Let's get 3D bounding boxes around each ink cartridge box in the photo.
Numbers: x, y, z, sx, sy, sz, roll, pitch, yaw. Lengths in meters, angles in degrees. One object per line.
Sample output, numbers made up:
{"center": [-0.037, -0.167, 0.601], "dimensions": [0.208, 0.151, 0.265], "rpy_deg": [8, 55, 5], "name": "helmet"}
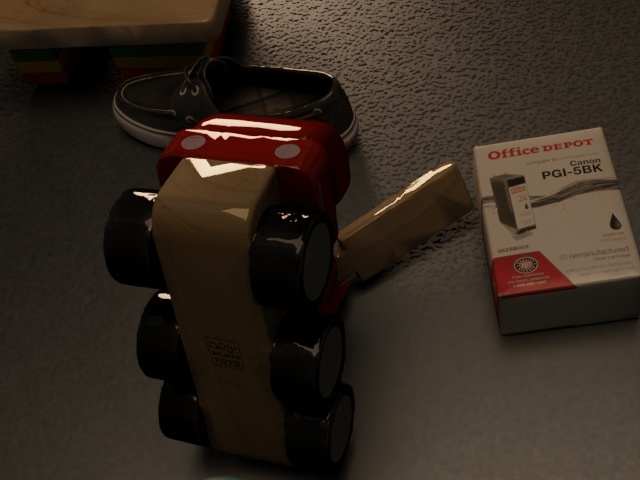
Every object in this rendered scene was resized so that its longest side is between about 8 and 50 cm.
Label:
{"center": [0.166, -0.009, 0.686], "dimensions": [0.099, 0.056, 0.135], "rpy_deg": [-9, 54, 7], "name": "ink cartridge box"}

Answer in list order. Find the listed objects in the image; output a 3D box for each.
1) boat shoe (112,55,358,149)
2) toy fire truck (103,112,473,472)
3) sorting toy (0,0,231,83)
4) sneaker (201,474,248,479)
{"center": [-0.081, -0.122, 0.812], "dimensions": [0.228, 0.076, 0.080], "rpy_deg": [13, 58, 21], "name": "boat shoe"}
{"center": [0.000, 0.000, 0.634], "dimensions": [0.158, 0.217, 0.246], "rpy_deg": [7, 42, 18], "name": "toy fire truck"}
{"center": [-0.189, -0.261, 0.931], "dimensions": [0.257, 0.089, 0.255], "rpy_deg": [0, 54, 14], "name": "sorting toy"}
{"center": [0.000, 0.271, 0.479], "dimensions": [0.319, 0.127, 0.208], "rpy_deg": [27, 63, 29], "name": "sneaker"}
